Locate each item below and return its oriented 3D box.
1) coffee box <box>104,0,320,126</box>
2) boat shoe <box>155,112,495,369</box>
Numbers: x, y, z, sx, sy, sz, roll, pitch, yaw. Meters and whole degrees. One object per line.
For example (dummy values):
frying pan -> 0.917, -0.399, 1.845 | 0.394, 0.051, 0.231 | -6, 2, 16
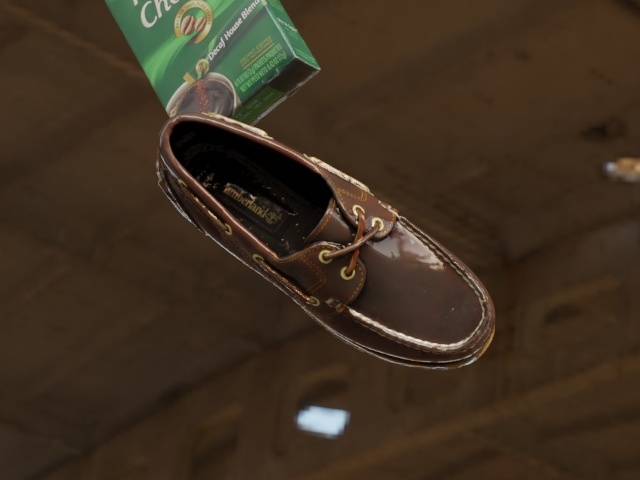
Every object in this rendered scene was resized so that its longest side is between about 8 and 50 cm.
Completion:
coffee box -> -0.089, -0.164, 1.246 | 0.113, 0.184, 0.040 | -38, -26, 18
boat shoe -> 0.000, 0.000, 0.897 | 0.207, 0.073, 0.073 | 29, -14, 9
